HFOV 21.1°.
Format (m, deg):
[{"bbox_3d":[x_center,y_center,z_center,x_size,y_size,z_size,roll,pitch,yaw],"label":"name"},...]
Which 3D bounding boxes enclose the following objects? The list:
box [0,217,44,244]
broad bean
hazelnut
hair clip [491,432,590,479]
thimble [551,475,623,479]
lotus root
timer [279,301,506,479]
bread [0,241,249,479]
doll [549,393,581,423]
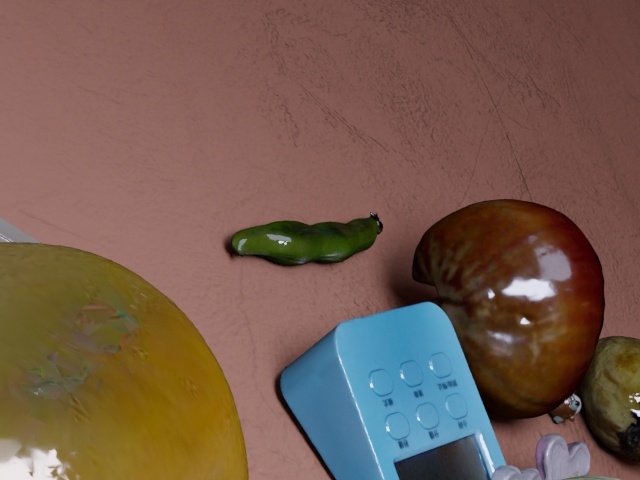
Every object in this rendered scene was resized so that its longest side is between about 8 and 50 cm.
[{"bbox_3d":[-0.253,0.070,1.438,0.201,0.141,0.058,33,36,-17],"label":"box"},{"bbox_3d":[0.001,0.001,1.937,0.060,0.043,0.297,45,27,25],"label":"broad bean"},{"bbox_3d":[0.211,0.077,1.936,0.217,0.217,0.252,-4,82,-53],"label":"hazelnut"},{"bbox_3d":[0.232,0.285,1.793,0.257,0.075,0.146,-23,104,-64],"label":"hair clip"},{"bbox_3d":[0.221,0.350,1.552,0.150,0.271,0.271,-1,53,-54],"label":"thimble"},{"bbox_3d":[0.377,0.183,2.099,0.138,0.138,0.214,26,23,-29],"label":"lotus root"},{"bbox_3d":[0.100,0.199,1.764,0.232,0.091,0.250,-10,66,-56],"label":"timer"},{"bbox_3d":[-0.235,0.162,1.229,0.348,0.253,0.376,43,27,12],"label":"bread"},{"bbox_3d":[0.283,0.180,2.063,0.085,0.040,0.058,56,18,11],"label":"doll"}]
